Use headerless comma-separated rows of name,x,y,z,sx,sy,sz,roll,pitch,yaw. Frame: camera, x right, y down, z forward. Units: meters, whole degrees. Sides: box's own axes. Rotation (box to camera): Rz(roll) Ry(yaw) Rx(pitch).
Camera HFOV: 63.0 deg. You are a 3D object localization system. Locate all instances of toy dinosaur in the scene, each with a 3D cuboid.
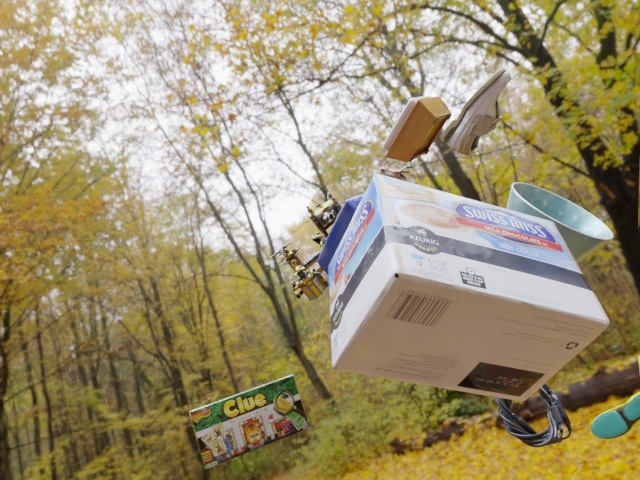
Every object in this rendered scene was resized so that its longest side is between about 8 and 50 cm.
toy dinosaur,0.398,-0.226,2.303,0.127,0.200,0.295,-27,-39,26

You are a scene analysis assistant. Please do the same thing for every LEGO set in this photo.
LEGO set,0.000,0.000,1.540,0.331,0.192,0.255,-38,15,4

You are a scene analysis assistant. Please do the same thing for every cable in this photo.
cable,0.455,0.362,1.151,0.150,0.185,0.047,-7,-36,-14

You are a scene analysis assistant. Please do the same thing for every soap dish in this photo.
soap dish,0.359,-0.406,1.905,0.229,0.118,0.291,-60,-14,28

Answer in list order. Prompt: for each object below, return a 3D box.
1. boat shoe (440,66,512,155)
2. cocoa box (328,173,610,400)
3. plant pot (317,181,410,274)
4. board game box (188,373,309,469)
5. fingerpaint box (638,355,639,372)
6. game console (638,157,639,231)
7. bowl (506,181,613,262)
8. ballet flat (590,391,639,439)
boat shoe,0.442,-0.345,1.426,0.113,0.103,0.302,-43,-8,-23
cocoa box,0.210,0.081,0.839,0.347,0.228,0.231,13,-49,-14
plant pot,0.166,0.023,1.277,0.236,0.212,0.236,-19,-33,-37
board game box,-0.167,0.427,1.243,0.259,0.136,0.030,-16,-9,-19
fingerpaint box,1.153,0.353,1.397,0.370,0.163,0.445,4,-24,8
game console,0.724,-0.232,1.082,0.060,0.342,0.387,9,-43,25
bowl,0.668,-0.026,1.541,0.311,0.311,0.163,-3,-54,-43
ballet flat,0.899,0.512,1.524,0.077,0.077,0.231,3,-45,-31
